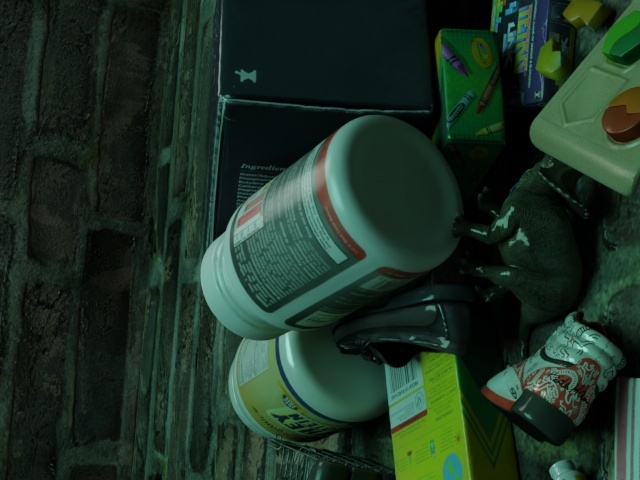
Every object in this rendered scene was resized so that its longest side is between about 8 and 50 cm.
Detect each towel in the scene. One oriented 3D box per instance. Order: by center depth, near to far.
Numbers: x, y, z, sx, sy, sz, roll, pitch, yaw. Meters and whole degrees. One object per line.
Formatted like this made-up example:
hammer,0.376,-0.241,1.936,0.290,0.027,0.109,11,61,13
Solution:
towel,0.371,0.215,1.090,0.197,0.029,0.144,167,109,-69

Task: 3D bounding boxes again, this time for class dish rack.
dish rack,0.035,0.363,1.619,0.271,0.208,0.074,-2,72,68

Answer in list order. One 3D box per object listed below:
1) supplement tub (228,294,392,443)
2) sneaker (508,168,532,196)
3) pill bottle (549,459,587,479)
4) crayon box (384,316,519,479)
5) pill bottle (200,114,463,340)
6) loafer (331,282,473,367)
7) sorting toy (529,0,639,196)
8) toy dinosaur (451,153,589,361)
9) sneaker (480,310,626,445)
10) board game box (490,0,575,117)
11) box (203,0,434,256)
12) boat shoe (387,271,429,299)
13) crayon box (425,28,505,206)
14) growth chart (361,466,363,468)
supplement tub,-0.010,0.208,1.723,0.316,0.228,0.228,140,132,-59
sneaker,0.263,-0.041,1.368,0.053,0.059,0.144,-110,34,-43
pill bottle,0.295,0.297,1.219,0.083,0.043,0.043,-108,33,-45
crayon box,0.178,0.286,1.448,0.202,0.081,0.318,135,137,-55
pill bottle,0.000,0.000,1.404,0.363,0.210,0.210,-32,54,47
loafer,0.103,0.134,1.440,0.302,0.109,0.095,-30,60,58
sorting toy,0.327,-0.194,1.194,0.229,0.041,0.307,-54,29,6
toy dinosaur,0.257,0.021,1.282,0.160,0.121,0.313,9,108,34
sneaker,0.280,0.161,1.256,0.145,0.090,0.270,-50,-3,-4
board game box,0.279,-0.257,1.406,0.141,0.048,0.170,177,99,-68
box,-0.024,-0.268,1.635,0.471,0.298,0.479,103,168,-62
boat shoe,0.115,0.063,1.681,0.184,0.063,0.066,133,138,-54
crayon box,0.180,-0.154,1.474,0.278,0.081,0.165,109,161,-68
growth chart,0.050,0.512,1.764,0.172,0.021,0.237,136,136,-55
